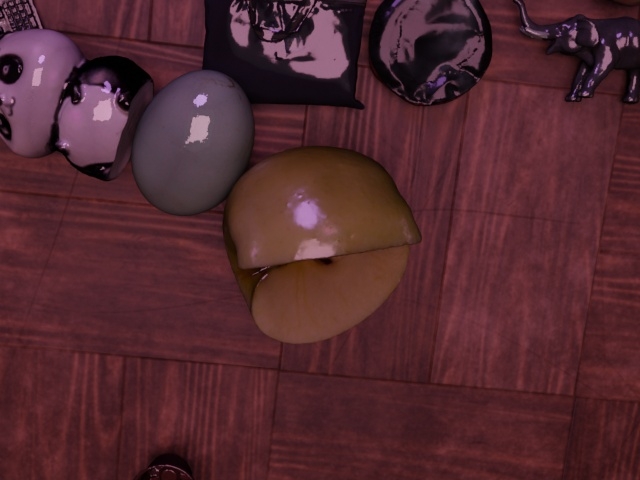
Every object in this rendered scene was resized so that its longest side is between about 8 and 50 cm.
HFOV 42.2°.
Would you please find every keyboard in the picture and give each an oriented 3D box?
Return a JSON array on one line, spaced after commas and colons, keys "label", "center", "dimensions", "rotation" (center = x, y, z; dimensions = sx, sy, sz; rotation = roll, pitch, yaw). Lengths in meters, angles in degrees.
[{"label": "keyboard", "center": [-0.533, -0.313, 1.235], "dimensions": [0.230, 0.025, 0.094], "rotation": [-20, 103, 1]}]

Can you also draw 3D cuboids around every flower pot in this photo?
[{"label": "flower pot", "center": [-0.246, 0.392, 1.337], "dimensions": [0.111, 0.089, 0.111], "rotation": [-1, 101, -3]}]

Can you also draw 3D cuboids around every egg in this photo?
[{"label": "egg", "center": [-0.183, -0.140, 1.201], "dimensions": [0.168, 0.168, 0.231], "rotation": [26, 120, -7]}]

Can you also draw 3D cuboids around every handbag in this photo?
[{"label": "handbag", "center": [-0.057, -0.302, 1.227], "dimensions": [0.254, 0.089, 0.211], "rotation": [3, 108, 3]}]

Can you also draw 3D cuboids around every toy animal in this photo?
[{"label": "toy animal", "center": [0.410, -0.279, 1.260], "dimensions": [0.269, 0.082, 0.137], "rotation": [11, 96, -1]}, {"label": "toy animal", "center": [-0.371, -0.200, 1.190], "dimensions": [0.235, 0.165, 0.187], "rotation": [20, 115, -9]}]

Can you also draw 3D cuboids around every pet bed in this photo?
[{"label": "pet bed", "center": [0.166, -0.300, 1.257], "dimensions": [0.201, 0.053, 0.201], "rotation": [0, 99, -3]}]

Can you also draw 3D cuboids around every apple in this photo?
[{"label": "apple", "center": [-0.008, -0.013, 1.198], "dimensions": [0.257, 0.295, 0.233], "rotation": [-20, 62, -10]}]

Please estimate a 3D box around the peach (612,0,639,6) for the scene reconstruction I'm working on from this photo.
[{"label": "peach", "center": [0.464, -0.432, 1.209], "dimensions": [0.152, 0.152, 0.152], "rotation": [0, 100, -3]}]
